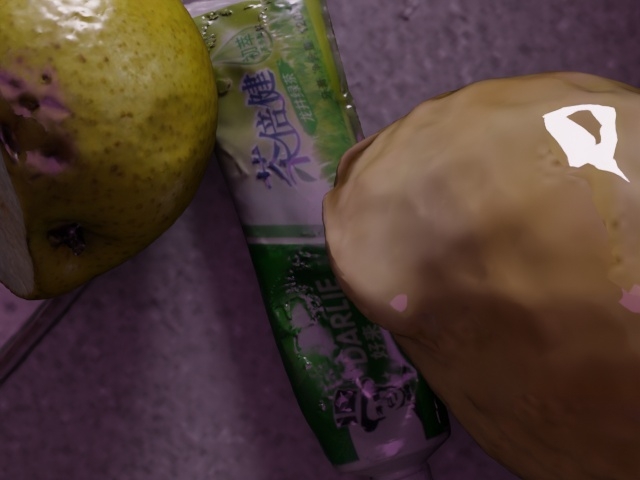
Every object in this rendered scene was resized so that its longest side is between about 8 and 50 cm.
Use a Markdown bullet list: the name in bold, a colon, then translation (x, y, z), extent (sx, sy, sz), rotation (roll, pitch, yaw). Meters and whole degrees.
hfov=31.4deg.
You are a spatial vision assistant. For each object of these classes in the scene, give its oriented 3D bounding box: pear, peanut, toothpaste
- **pear**: translation (-0.095, -0.053, 0.442), extent (0.104, 0.141, 0.141), rotation (-21, 86, -25)
- **peanut**: translation (0.171, 0.027, 0.402), extent (0.339, 0.158, 0.174), rotation (0, 91, -4)
- **toothpaste**: translation (0.000, 0.000, 0.472), extent (0.078, 0.047, 0.248), rotation (-18, 85, 0)
